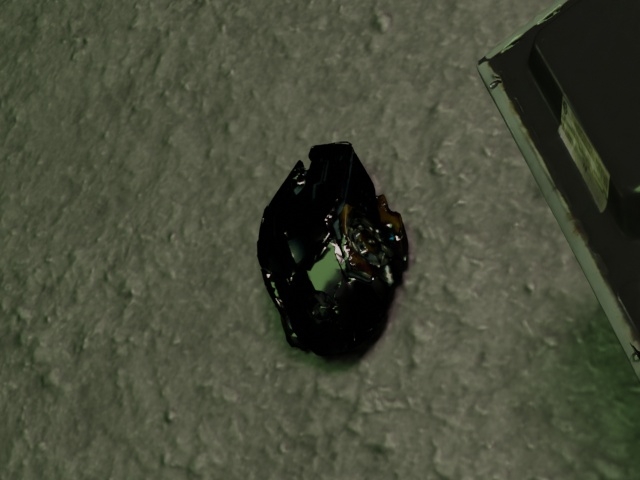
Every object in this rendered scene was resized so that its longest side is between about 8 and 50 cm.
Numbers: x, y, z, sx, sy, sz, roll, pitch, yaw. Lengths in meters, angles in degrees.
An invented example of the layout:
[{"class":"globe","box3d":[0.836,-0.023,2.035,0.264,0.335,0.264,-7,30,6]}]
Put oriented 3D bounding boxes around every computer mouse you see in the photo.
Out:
[{"class":"computer mouse","box3d":[0.000,0.000,1.498,0.146,0.077,0.242,-32,42,19]}]

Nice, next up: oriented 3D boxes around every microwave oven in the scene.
[{"class":"microwave oven","box3d":[0.294,-0.014,1.067,0.218,0.286,0.355,-36,36,14]}]
